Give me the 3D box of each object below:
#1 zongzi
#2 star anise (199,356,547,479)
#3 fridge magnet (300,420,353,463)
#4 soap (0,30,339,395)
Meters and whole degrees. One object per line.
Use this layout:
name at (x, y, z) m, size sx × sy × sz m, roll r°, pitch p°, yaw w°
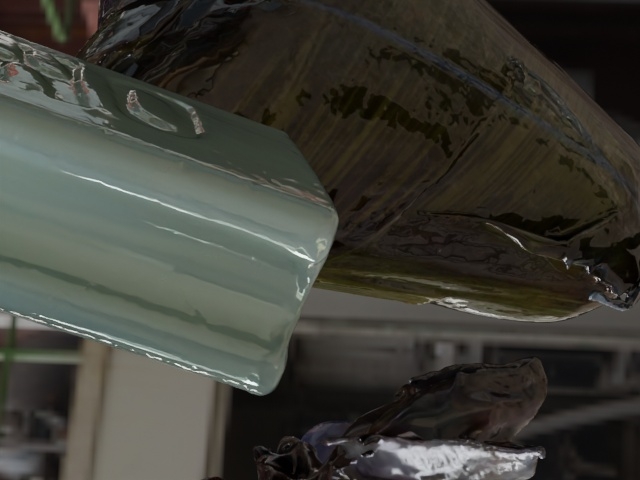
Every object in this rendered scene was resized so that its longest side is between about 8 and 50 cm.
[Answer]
zongzi at (0.000, 0.000, 1.094) m, size 0.208 × 0.403 × 0.432 m, roll -30°, pitch 25°, yaw 49°
star anise at (0.008, 0.157, 0.979) m, size 0.129 × 0.283 × 0.212 m, roll 69°, pitch 168°, yaw -21°
fridge magnet at (0.031, 0.300, 1.722) m, size 0.265 × 0.113 × 0.265 m, roll 46°, pitch -144°, yaw -48°
soap at (-0.137, -0.034, 0.768) m, size 0.160 × 0.265 × 0.087 m, roll -121°, pitch 51°, yaw -71°
